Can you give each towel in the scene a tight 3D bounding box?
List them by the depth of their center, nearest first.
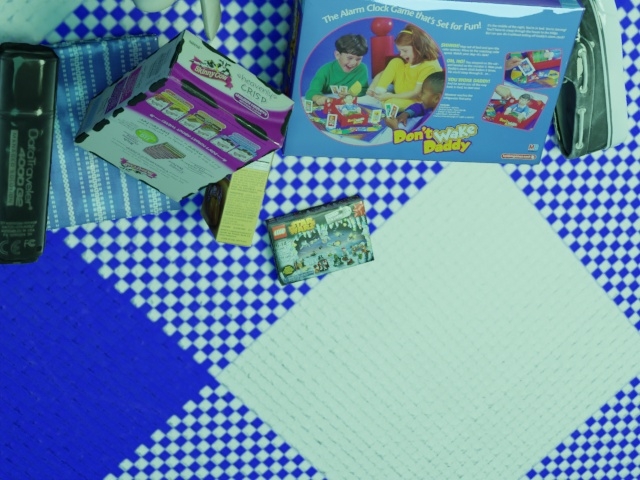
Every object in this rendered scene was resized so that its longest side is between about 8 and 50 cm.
[{"bbox_3d":[-0.351,-0.122,1.458,0.336,0.040,0.243,-9,114,-12],"label":"towel"}]

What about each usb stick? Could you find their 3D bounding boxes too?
[{"bbox_3d":[-0.363,-0.102,1.423,0.077,0.045,0.278,-1,114,-25],"label":"usb stick"}]

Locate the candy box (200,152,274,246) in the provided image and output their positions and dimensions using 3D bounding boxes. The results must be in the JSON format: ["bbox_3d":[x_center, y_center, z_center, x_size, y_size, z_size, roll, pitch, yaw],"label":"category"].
[{"bbox_3d":[-0.102,-0.099,1.498,0.053,0.109,0.187,10,107,-21],"label":"candy box"}]

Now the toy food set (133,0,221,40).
[{"bbox_3d":[-0.243,-0.345,1.239,0.306,0.220,0.092,27,66,13],"label":"toy food set"}]

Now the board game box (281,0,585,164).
[{"bbox_3d":[0.131,-0.217,1.482,0.347,0.078,0.233,2,127,-11],"label":"board game box"}]

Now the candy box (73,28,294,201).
[{"bbox_3d":[-0.163,-0.139,1.376,0.159,0.233,0.071,31,58,-28],"label":"candy box"}]

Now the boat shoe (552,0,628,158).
[{"bbox_3d":[0.334,-0.248,1.569,0.102,0.108,0.301,-22,122,-8],"label":"boat shoe"}]

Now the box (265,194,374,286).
[{"bbox_3d":[0.000,0.000,1.609,0.137,0.027,0.094,-16,113,-9],"label":"box"}]
